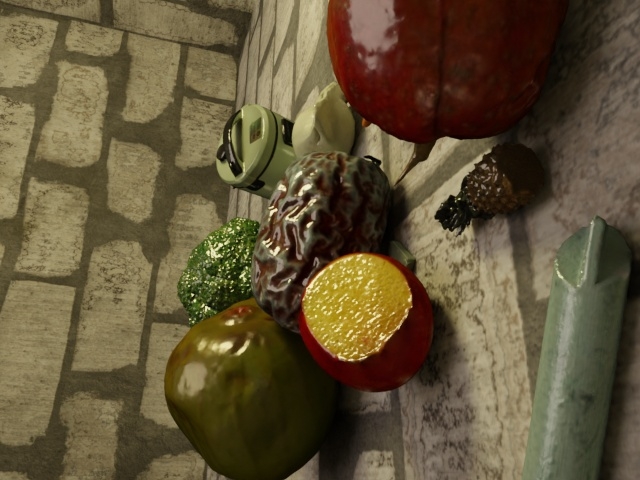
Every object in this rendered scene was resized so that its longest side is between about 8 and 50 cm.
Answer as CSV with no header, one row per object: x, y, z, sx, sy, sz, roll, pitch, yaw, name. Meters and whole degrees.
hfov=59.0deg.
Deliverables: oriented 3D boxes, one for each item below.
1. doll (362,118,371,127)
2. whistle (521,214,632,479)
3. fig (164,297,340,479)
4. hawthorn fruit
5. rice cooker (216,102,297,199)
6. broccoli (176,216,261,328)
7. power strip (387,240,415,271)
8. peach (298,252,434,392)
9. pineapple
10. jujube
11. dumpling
0.127,-0.259,0.862,0.142,0.135,0.221,-54,0,-21,doll
0.212,0.135,0.478,0.062,0.062,0.311,-167,85,-73,whistle
-0.112,0.287,1.066,0.343,0.344,0.342,-172,90,-73,fig
0.134,-0.228,0.603,0.258,0.259,0.261,136,120,-64,hawthorn fruit
-0.137,-0.221,1.427,0.226,0.244,0.225,-22,61,45,rice cooker
-0.229,0.113,1.560,0.309,0.321,0.413,101,148,-41,broccoli
0.125,0.024,0.885,0.083,0.017,0.027,-117,39,-62,power strip
0.060,0.109,0.770,0.192,0.191,0.190,46,-130,-84,peach
0.183,-0.050,0.645,0.159,0.074,0.074,132,142,-66,pineapple
0.000,0.000,0.961,0.316,0.226,0.226,-69,17,0,jujube
0.018,-0.235,1.224,0.252,0.132,0.179,85,-158,-58,dumpling
